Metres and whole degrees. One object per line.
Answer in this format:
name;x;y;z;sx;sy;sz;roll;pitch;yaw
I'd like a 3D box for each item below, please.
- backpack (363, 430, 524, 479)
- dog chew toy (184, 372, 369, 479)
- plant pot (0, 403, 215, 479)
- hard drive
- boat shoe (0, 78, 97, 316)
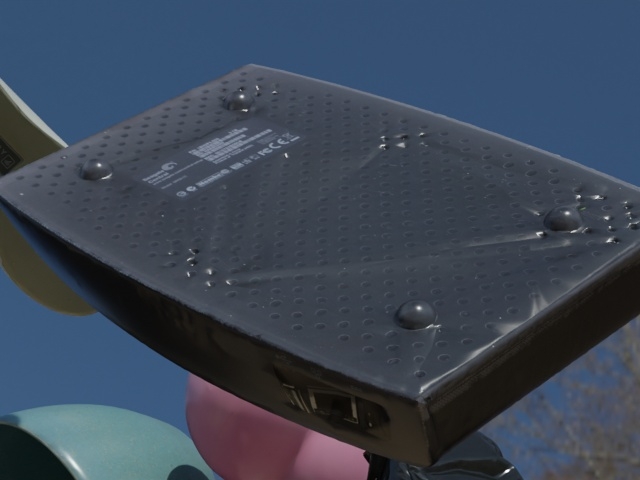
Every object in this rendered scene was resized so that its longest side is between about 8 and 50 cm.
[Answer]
backpack;0.071;0.220;0.921;0.115;0.152;0.182;8;-58;-6
dog chew toy;0.025;0.205;1.473;0.332;0.206;0.207;42;-48;17
plant pot;-0.222;0.293;1.610;0.290;0.195;0.290;21;-59;40
hard drive;0.000;0.000;0.618;0.254;0.172;0.054;23;-49;41
boat shoe;-0.193;-0.050;0.896;0.079;0.081;0.227;-40;-55;-8
